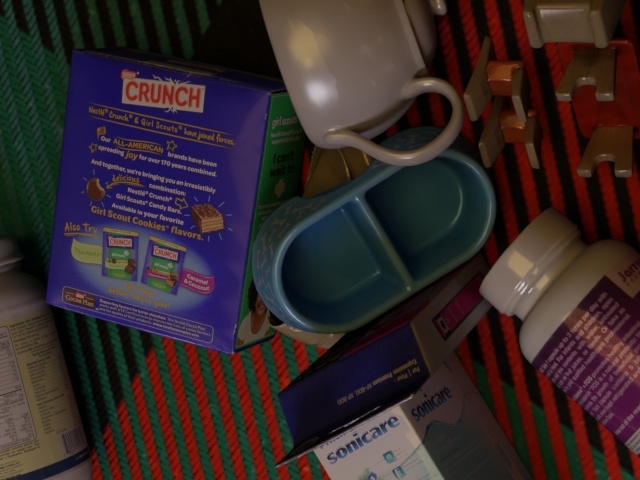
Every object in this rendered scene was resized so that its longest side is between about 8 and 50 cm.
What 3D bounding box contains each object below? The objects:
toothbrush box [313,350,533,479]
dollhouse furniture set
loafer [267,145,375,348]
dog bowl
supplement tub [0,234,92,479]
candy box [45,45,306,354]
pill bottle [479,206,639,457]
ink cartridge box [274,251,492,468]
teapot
[{"bbox_3d":[0.143,0.290,1.944,0.126,0.216,0.295,-33,86,24],"label":"toothbrush box"},{"bbox_3d":[0.289,-0.193,1.818,0.262,0.135,0.259,2,142,23],"label":"dollhouse furniture set"},{"bbox_3d":[0.000,0.000,2.007,0.102,0.092,0.268,27,114,53],"label":"loafer"},{"bbox_3d":[0.065,-0.005,1.931,0.297,0.074,0.166,-32,104,-1],"label":"dog bowl"},{"bbox_3d":[-0.432,0.174,2.162,0.235,0.235,0.325,-14,93,25],"label":"supplement tub"},{"bbox_3d":[-0.171,-0.055,2.073,0.268,0.122,0.317,14,105,22],"label":"candy box"},{"bbox_3d":[0.321,0.105,1.861,0.301,0.169,0.169,41,112,11],"label":"pill bottle"},{"bbox_3d":[0.070,0.121,1.861,0.176,0.371,0.069,-30,95,24],"label":"ink cartridge box"},{"bbox_3d":[0.049,-0.227,1.897,0.187,0.252,0.256,-17,108,7],"label":"teapot"}]
